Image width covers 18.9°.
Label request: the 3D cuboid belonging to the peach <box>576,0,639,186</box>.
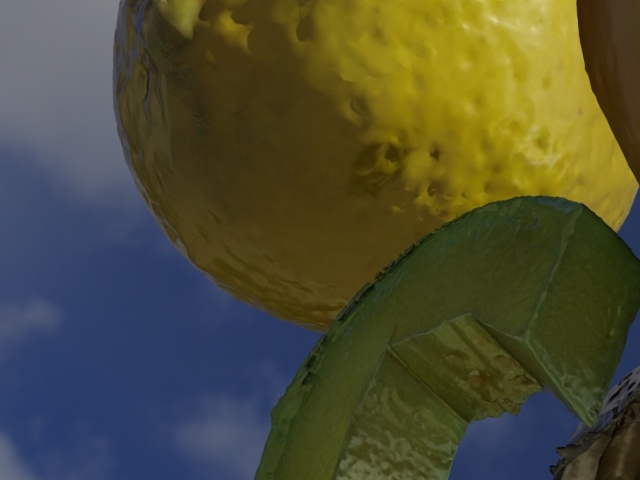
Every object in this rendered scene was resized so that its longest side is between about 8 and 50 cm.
[{"bbox_3d":[0.258,-0.081,0.750,0.290,0.372,0.372,-26,-85,2],"label":"peach"}]

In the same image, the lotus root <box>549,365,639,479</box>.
[{"bbox_3d":[0.210,0.120,1.083,0.167,0.078,0.329,9,-29,1],"label":"lotus root"}]

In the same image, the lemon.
[{"bbox_3d":[0.040,-0.091,1.138,0.336,0.336,0.336,20,-57,33],"label":"lemon"}]

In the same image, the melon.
[{"bbox_3d":[0.056,0.060,0.842,0.064,0.118,0.209,32,-46,-25],"label":"melon"}]
